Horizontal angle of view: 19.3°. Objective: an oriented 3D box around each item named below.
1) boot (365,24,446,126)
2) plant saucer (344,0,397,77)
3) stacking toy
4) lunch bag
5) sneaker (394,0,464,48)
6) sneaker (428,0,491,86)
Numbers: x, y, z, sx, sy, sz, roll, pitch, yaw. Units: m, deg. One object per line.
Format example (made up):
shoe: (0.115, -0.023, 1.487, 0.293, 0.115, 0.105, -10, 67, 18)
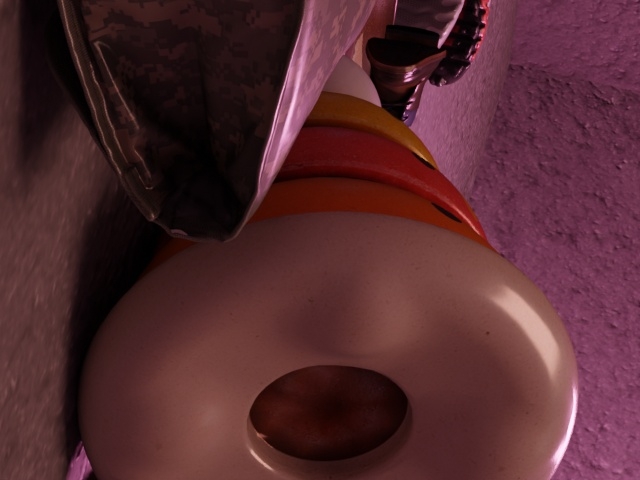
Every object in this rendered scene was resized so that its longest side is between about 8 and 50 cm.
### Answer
boot: (0.084, -0.156, 1.942, 0.219, 0.082, 0.106, -54, 154, -73)
plant saucer: (0.023, -0.170, 1.953, 0.310, 0.050, 0.310, 13, 90, -81)
stacking toy: (-0.005, -0.006, 1.462, 0.480, 0.351, 0.350, -95, -171, -50)
lunch bag: (-0.051, -0.169, 1.072, 0.235, 0.169, 0.287, -65, 162, -53)
sneaker: (0.127, -0.294, 2.245, 0.115, 0.105, 0.281, 92, 13, -52)
sneaker: (0.202, -0.356, 2.665, 0.135, 0.098, 0.276, -37, 139, -73)
